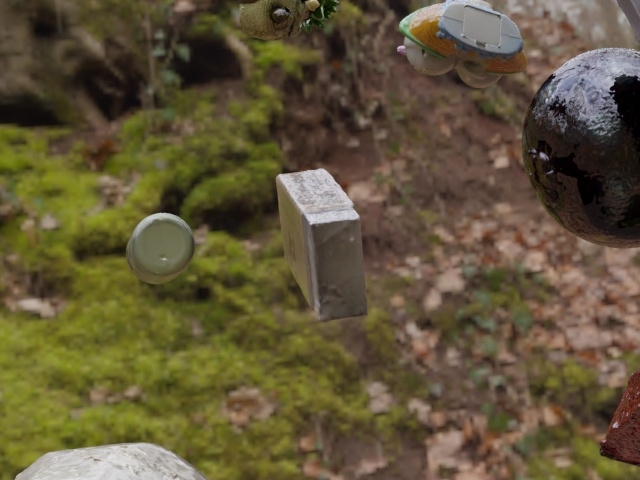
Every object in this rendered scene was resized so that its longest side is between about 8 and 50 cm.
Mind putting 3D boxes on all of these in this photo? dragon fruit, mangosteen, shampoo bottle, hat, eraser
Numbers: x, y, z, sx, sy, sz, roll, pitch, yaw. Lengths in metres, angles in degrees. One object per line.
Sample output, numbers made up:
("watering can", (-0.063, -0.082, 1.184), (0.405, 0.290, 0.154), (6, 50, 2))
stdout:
("dragon fruit", (0.469, 0.218, 1.678), (0.161, 0.126, 0.274), (28, -26, 7))
("mangosteen", (0.419, -0.129, 1.817), (0.288, 0.288, 0.288), (-7, -10, -1))
("shampoo bottle", (-0.205, 0.014, 1.679), (0.079, 0.079, 0.162), (-5, -6, -12))
("hat", (-0.043, -0.242, 1.365), (0.059, 0.076, 0.077), (14, 20, 27))
("eraser", (0.000, 0.000, 1.849), (0.078, 0.144, 0.343), (-7, 13, -7))

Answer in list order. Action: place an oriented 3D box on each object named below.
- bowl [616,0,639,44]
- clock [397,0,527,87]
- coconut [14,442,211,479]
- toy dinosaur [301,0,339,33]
("bowl", (0.422, -0.303, 1.559), (0.144, 0.287, 0.287), (-28, -15, 12))
("clock", (0.221, -0.302, 2.068), (0.231, 0.103, 0.144), (14, -19, -21))
("coconut", (-0.272, 0.421, 1.614), (0.360, 0.346, 0.346), (-10, -10, 23))
("toy dinosaur", (-0.064, -0.379, 1.811), (0.194, 0.152, 0.177), (4, -9, 40))
